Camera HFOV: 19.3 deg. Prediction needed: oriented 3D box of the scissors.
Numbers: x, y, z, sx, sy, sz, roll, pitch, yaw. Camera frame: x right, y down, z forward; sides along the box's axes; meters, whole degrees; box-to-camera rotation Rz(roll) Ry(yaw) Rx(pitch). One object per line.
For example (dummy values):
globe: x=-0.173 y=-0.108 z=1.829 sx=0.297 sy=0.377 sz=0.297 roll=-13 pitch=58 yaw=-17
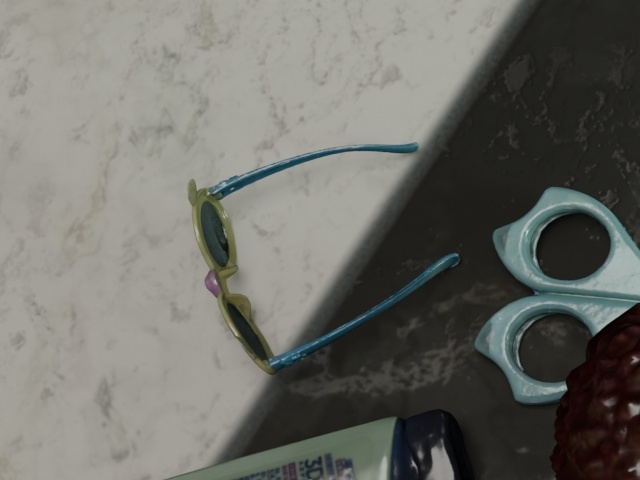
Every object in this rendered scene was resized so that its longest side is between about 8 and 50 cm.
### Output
scissors: x=0.311 y=0.059 z=1.575 sx=0.360 sy=0.029 sz=0.191 roll=6 pitch=78 yaw=18

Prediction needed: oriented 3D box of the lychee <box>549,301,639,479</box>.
lychee: x=0.307 y=0.178 z=1.385 sx=0.330 sy=0.306 sz=0.306 roll=-12 pitch=68 yaw=7

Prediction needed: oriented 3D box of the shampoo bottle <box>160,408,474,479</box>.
shampoo bottle: x=-0.045 y=0.248 z=1.598 sx=0.359 sy=0.078 sz=0.134 roll=-17 pitch=71 yaw=12

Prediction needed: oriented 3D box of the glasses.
glasses: x=0.003 y=0.013 z=1.688 sx=0.221 sy=0.088 sz=0.189 roll=-16 pitch=65 yaw=-9
